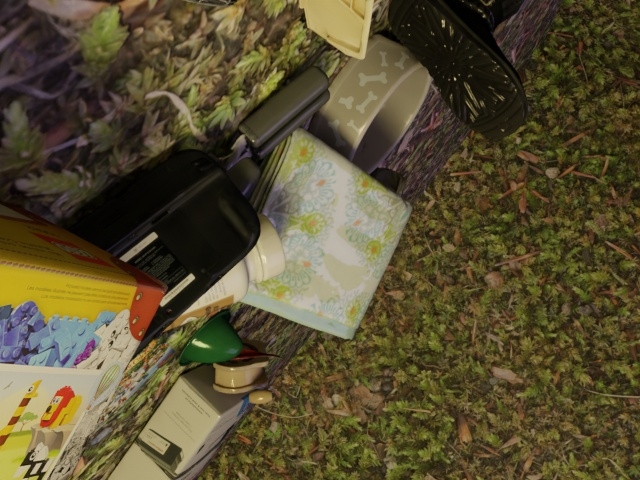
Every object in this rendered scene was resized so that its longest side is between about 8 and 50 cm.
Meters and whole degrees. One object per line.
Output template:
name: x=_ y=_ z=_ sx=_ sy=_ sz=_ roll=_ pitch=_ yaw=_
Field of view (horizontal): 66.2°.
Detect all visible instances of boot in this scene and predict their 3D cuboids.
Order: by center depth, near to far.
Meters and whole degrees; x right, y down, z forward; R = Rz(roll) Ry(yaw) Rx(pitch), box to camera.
boot: x=0.320 y=-0.391 z=0.953 sx=0.260 sy=0.348 sz=0.131 roll=-39 pitch=-178 yaw=-32

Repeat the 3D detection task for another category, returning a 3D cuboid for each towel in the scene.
towel: x=0.000 y=0.000 z=0.943 sx=0.374 sy=0.090 sz=0.321 roll=28 pitch=89 yaw=-39

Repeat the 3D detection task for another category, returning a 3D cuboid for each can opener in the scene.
can opener: x=-0.080 y=-0.147 z=0.763 sx=0.283 sy=0.095 sz=0.076 roll=-43 pitch=166 yaw=-9

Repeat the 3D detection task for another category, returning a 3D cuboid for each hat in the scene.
hat: x=-0.224 y=0.297 z=1.259 sx=0.208 sy=0.183 sz=0.173 roll=-44 pitch=165 yaw=-28

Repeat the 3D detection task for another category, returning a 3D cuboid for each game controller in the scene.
game controller: x=-0.219 y=0.022 z=0.612 sx=0.319 sy=0.166 sz=0.067 roll=-44 pitch=-161 yaw=-27

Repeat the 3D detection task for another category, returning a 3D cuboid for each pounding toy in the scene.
pounding toy: x=-0.227 y=0.394 z=1.393 sx=0.269 sy=0.154 sz=0.155 roll=-141 pitch=-128 yaw=-73

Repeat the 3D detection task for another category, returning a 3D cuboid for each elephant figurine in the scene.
elephant figurine: x=0.148 y=-0.111 z=1.304 sx=0.186 sy=0.239 sz=0.169 roll=-51 pitch=166 yaw=-2

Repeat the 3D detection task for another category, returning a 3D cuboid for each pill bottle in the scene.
pill bottle: x=-0.175 y=0.042 z=0.725 sx=0.229 sy=0.131 sz=0.131 roll=-21 pitch=154 yaw=-24

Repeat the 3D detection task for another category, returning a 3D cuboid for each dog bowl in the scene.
dog bowl: x=0.115 y=-0.275 z=1.070 sx=0.349 sy=0.102 sz=0.349 roll=-48 pitch=166 yaw=-17

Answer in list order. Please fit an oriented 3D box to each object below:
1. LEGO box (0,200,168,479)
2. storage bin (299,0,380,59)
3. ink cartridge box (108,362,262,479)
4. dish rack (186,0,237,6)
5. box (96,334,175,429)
LEGO box: x=-0.345 y=0.126 z=0.238 sx=0.373 sy=0.193 sz=0.500 roll=-64 pitch=167 yaw=-5
storage bin: x=0.101 y=-0.411 z=0.621 sx=0.262 sy=0.123 sz=0.260 roll=-47 pitch=166 yaw=-20
ink cartridge box: x=-0.386 y=0.561 z=1.449 sx=0.395 sy=0.166 sz=0.285 roll=-54 pitch=166 yaw=11
dish rack: x=-0.071 y=-0.329 z=0.385 sx=0.272 sy=0.074 sz=0.208 roll=-57 pitch=165 yaw=27
box: x=-0.390 y=0.265 z=0.927 sx=0.233 sy=0.044 sz=0.159 roll=-47 pitch=166 yaw=-21
